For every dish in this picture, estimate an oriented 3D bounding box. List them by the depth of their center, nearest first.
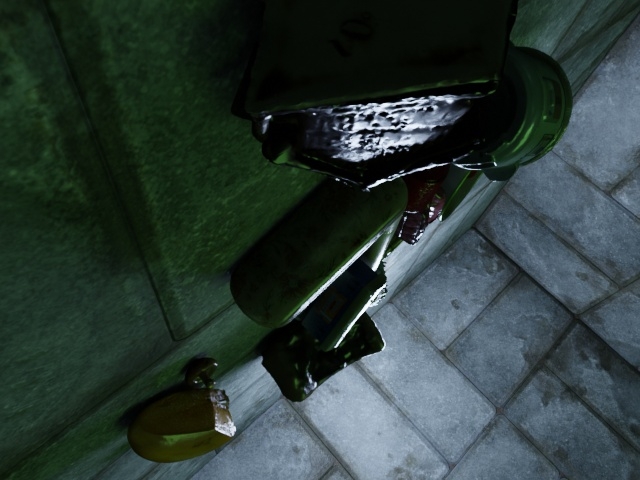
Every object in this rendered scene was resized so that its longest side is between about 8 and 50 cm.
[{"bbox_3d":[0.435,-0.226,1.560,0.324,0.124,0.324,-47,163,-19],"label":"dish"}]

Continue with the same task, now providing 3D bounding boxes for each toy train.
[{"bbox_3d":[0.033,0.154,1.358,0.131,0.202,0.300,-26,154,-52],"label":"toy train"}]

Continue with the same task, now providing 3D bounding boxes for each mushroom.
[{"bbox_3d":[-0.295,0.333,1.221,0.088,0.073,0.129,-19,-173,-28],"label":"mushroom"}]

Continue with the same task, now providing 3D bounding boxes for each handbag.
[{"bbox_3d":[0.273,-0.094,1.440,0.135,0.146,0.225,-45,164,-20],"label":"handbag"}]

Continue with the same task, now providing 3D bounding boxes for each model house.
[{"bbox_3d":[0.068,-0.230,0.602,0.282,0.297,0.317,76,22,-81],"label":"model house"}]

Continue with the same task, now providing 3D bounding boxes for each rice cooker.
[{"bbox_3d":[0.373,-0.277,1.028,0.264,0.317,0.316,-3,-165,39],"label":"rice cooker"}]

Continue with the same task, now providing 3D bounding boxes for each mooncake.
[{"bbox_3d":[-0.004,0.379,1.703,0.393,0.246,0.394,-36,172,24],"label":"mooncake"}]

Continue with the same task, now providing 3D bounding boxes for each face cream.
[{"bbox_3d":[0.160,-0.050,1.303,0.348,0.081,0.173,102,-4,-60],"label":"face cream"}]

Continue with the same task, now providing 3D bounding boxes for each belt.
[{"bbox_3d":[0.219,-0.171,1.093,0.124,0.128,0.201,115,-7,-49],"label":"belt"}]

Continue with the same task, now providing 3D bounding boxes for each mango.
[{"bbox_3d":[-0.358,0.487,1.272,0.350,0.201,0.199,14,91,-62],"label":"mango"}]

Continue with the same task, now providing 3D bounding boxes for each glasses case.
[{"bbox_3d":[0.000,0.000,0.993,0.425,0.156,0.098,-43,165,-6],"label":"glasses case"}]

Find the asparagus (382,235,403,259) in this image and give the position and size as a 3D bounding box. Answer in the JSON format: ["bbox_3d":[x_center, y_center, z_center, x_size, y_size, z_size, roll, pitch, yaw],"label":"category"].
[{"bbox_3d":[0.312,-0.064,1.707,0.343,0.085,0.082,-46,150,-3],"label":"asparagus"}]

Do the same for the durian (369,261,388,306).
[{"bbox_3d":[0.150,0.127,1.817,0.198,0.163,0.394,0,145,-9],"label":"durian"}]

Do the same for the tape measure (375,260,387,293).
[{"bbox_3d":[0.173,0.128,1.596,0.084,0.164,0.330,-9,142,7],"label":"tape measure"}]
